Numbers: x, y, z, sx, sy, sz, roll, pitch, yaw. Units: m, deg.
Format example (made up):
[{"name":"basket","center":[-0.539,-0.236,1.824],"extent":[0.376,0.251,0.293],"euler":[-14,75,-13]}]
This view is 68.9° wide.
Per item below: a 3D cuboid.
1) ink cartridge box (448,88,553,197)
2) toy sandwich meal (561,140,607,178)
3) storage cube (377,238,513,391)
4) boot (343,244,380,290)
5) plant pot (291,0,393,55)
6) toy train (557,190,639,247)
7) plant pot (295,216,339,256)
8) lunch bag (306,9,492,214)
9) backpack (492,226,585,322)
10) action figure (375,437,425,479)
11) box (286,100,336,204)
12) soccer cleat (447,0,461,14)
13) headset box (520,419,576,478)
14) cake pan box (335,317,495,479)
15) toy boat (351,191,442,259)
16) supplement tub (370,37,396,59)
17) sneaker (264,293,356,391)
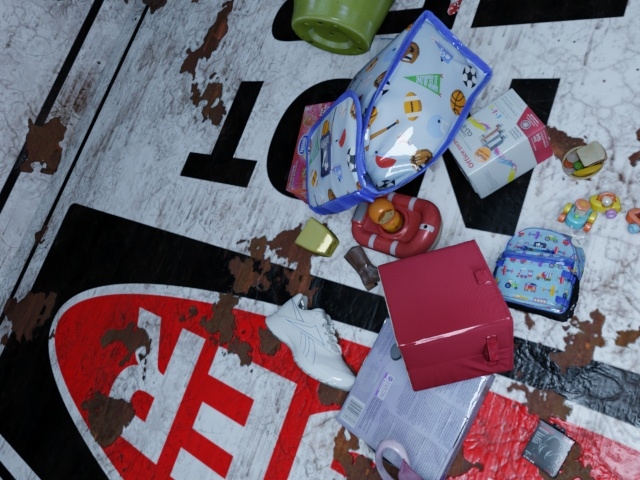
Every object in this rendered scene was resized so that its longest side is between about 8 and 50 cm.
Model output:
[{"name":"ink cartridge box","center":[0.382,-0.205,1.016],"extent":[0.176,0.127,0.128],"euler":[-34,57,18]},{"name":"toy sandwich meal","center":[0.542,-0.165,0.959],"extent":[0.085,0.029,0.086],"euler":[-13,65,28]},{"name":"storage cube","center":[0.233,0.144,0.878],"extent":[0.193,0.184,0.215],"euler":[-16,46,8]},{"name":"boot","center":[0.120,0.048,1.118],"extent":[0.106,0.037,0.114],"euler":[-37,74,18]},{"name":"plant pot","center":[0.072,-0.741,1.321],"extent":[0.366,0.366,0.353],"euler":[18,93,36]},{"name":"toy train","center":[0.537,-0.046,0.868],"extent":[0.166,0.046,0.125],"euler":[-12,46,-3]},{"name":"plant pot","center":[0.000,0.000,1.211],"extent":[0.083,0.081,0.081],"euler":[32,90,26]},{"name":"lunch bag","center":[0.124,-0.238,1.020],"extent":[0.386,0.238,0.328],"euler":[-60,14,-13]},{"name":"backpack","center":[0.420,0.051,0.897],"extent":[0.158,0.117,0.173],"euler":[15,78,36]},{"name":"action figure","center":[0.281,0.507,0.775],"extent":[0.369,0.248,0.276],"euler":[-3,32,1]},{"name":"box","center":[0.013,-0.228,1.261],"extent":[0.122,0.128,0.257],"euler":[2,73,33]},{"name":"soccer cleat","center":[0.366,-0.648,1.269],"extent":[0.035,0.029,0.083],"euler":[28,85,46]},{"name":"headset box","center":[0.407,0.366,0.830],"extent":[0.062,0.032,0.083],"euler":[30,90,37]},{"name":"cake pan box","center":[0.187,0.332,0.964],"extent":[0.245,0.070,0.267],"euler":[24,85,39]},{"name":"toy boat","center":[0.162,-0.049,1.079],"extent":[0.231,0.151,0.151],"euler":[18,82,36]},{"name":"supplement tub","center":[0.200,-0.525,1.297],"extent":[0.107,0.071,0.071],"euler":[21,83,36]},{"name":"sneaker","center":[-0.013,0.236,1.110],"extent":[0.129,0.111,0.297],"euler":[-50,54,-1]}]
